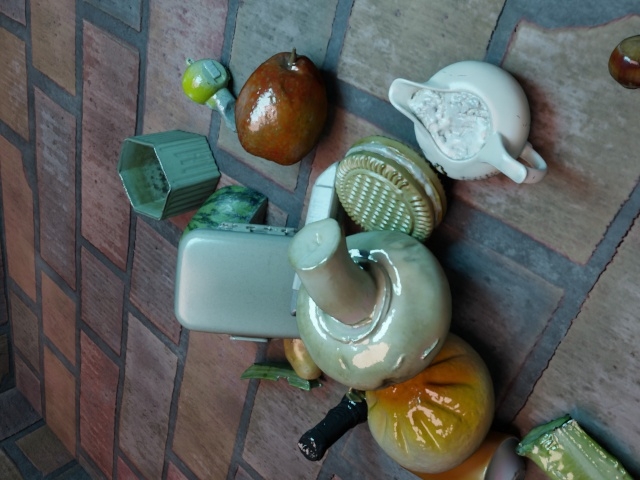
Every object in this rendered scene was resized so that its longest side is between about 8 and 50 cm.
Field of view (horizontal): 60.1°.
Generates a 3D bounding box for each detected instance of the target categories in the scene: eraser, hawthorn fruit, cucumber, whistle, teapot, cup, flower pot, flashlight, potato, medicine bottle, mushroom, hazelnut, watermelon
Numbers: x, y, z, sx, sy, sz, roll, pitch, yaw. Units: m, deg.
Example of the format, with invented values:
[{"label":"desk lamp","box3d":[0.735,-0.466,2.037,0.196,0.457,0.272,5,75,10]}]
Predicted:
[{"label":"eraser","box3d":[0.000,0.000,1.231,0.061,0.089,0.352,10,89,25]},{"label":"hawthorn fruit","box3d":[-0.076,-0.300,1.190,0.210,0.210,0.262,43,132,19]},{"label":"cucumber","box3d":[0.536,0.481,1.046,0.145,0.105,0.325,-45,74,14]},{"label":"whistle","box3d":[-0.270,-0.366,1.405,0.122,0.123,0.223,-28,103,43]},{"label":"teapot","box3d":[0.272,-0.199,0.973,0.299,0.165,0.209,44,119,32]},{"label":"cup","box3d":[0.312,0.493,1.215,0.263,0.182,0.226,9,144,46]},{"label":"flower pot","box3d":[-0.423,-0.188,1.544,0.209,0.189,0.240,-20,94,43]},{"label":"flashlight","box3d":[0.036,0.456,1.370,0.092,0.231,0.093,15,114,37]},{"label":"potato","box3d":[-0.039,0.276,1.451,0.118,0.109,0.178,18,115,60]},{"label":"medicine bottle","box3d":[-0.158,0.104,1.330,0.374,0.123,0.283,5,97,-5]},{"label":"mushroom","box3d":[0.082,0.102,1.080,0.315,0.315,0.356,-25,99,43]},{"label":"hazelnut","box3d":[0.475,-0.264,0.824,0.086,0.086,0.086,16,117,35]},{"label":"watermelon","box3d":[-0.242,-0.012,1.512,0.212,0.201,0.262,24,80,32]}]

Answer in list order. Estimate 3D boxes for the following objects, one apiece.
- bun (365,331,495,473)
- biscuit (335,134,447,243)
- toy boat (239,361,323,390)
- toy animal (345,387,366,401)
[{"label":"bun","box3d":[0.200,0.317,1.145,0.298,0.164,0.299,-25,51,36]},{"label":"biscuit","box3d":[0.138,-0.092,1.124,0.259,0.079,0.259,33,152,20]},{"label":"toy boat","box3d":[-0.121,0.381,1.575,0.292,0.093,0.055,-5,85,41]},{"label":"toy animal","box3d":[0.096,0.299,1.369,0.188,0.089,0.179,18,101,35]}]
